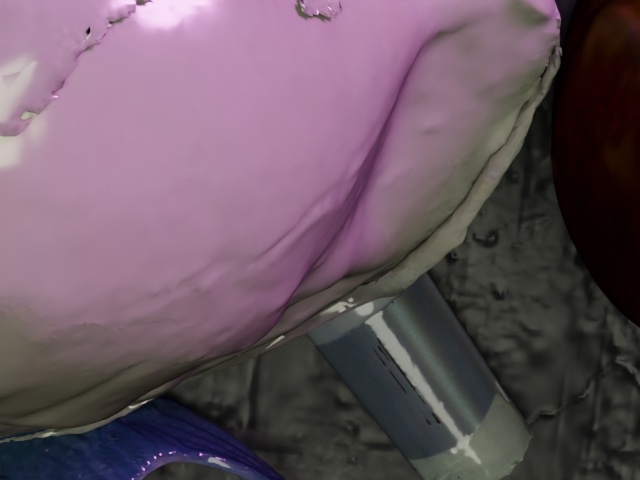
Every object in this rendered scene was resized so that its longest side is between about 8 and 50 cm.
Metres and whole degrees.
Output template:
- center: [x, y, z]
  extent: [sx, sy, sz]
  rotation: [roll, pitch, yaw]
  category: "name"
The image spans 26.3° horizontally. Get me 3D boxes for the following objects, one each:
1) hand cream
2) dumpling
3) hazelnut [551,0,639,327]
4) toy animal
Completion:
- center: [0.000, 0.000, 0.593]
  extent: [0.079, 0.048, 0.255]
  rotation: [-35, 94, 2]
  category: "hand cream"
- center: [-0.085, -0.014, 0.476]
  extent: [0.341, 0.181, 0.260]
  rotation: [-48, 135, -7]
  category: "dumpling"
- center: [0.201, -0.056, 0.510]
  extent: [0.233, 0.218, 0.218]
  rotation: [-13, 99, 13]
  category: "hazelnut"
- center: [-0.142, 0.139, 0.569]
  extent: [0.255, 0.239, 0.176]
  rotation: [13, 138, 40]
  category: "toy animal"
